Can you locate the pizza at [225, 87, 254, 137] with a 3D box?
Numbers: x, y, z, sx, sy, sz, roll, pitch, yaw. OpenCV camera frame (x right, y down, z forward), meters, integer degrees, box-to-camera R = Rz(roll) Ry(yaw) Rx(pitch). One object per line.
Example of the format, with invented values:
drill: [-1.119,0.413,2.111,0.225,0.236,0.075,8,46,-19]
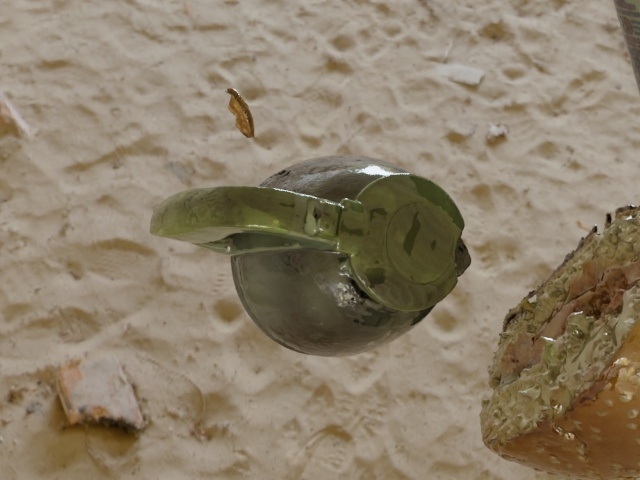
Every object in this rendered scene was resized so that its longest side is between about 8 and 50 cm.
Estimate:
pizza: [-0.118,-0.189,1.222,0.037,0.083,0.016,-7,25,43]

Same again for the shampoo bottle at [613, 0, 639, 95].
shampoo bottle: [0.392,-0.196,0.897,0.078,0.359,0.134,-26,26,2]

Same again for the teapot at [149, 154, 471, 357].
teapot: [0.015,-0.015,0.909,0.321,0.239,0.239,40,68,-16]

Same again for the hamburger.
hamburger: [0.409,0.184,1.097,0.287,0.445,0.268,21,52,-2]
